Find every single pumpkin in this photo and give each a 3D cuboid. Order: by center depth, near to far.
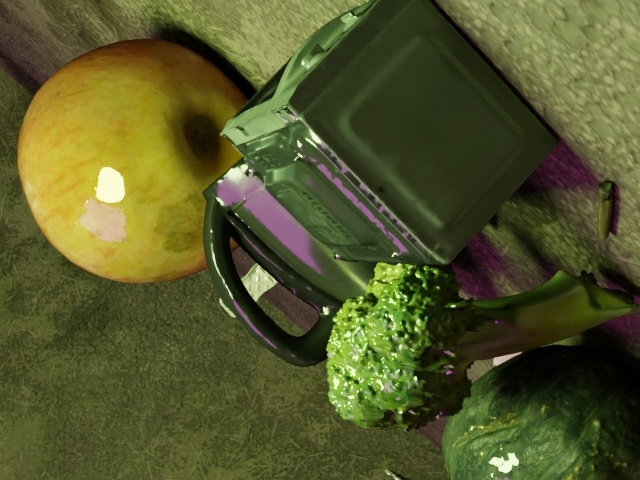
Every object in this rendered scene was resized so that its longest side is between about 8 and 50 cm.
[{"bbox_3d":[0.301,0.273,1.411,0.291,0.257,0.328,46,176,-1],"label":"pumpkin"}]

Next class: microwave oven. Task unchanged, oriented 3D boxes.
[{"bbox_3d":[0.046,-0.094,1.117,0.237,0.181,0.295,46,168,-11],"label":"microwave oven"}]

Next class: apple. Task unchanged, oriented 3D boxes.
[{"bbox_3d":[-0.247,-0.114,1.647,0.364,0.364,0.364,41,169,10],"label":"apple"}]

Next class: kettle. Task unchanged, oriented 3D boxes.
[{"bbox_3d":[0.013,-0.011,1.347,0.207,0.251,0.271,-36,99,34],"label":"kettle"}]

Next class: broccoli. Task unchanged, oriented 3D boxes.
[{"bbox_3d":[0.126,0.076,1.196,0.254,0.302,0.186,7,-131,-45],"label":"broccoli"}]

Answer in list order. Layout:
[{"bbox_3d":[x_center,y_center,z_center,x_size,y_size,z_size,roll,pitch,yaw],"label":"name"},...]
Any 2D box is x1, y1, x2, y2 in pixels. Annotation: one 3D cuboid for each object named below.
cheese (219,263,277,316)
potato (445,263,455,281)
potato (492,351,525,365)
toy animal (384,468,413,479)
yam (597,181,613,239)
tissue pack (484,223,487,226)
[{"bbox_3d":[-0.045,0.014,1.667,0.127,0.255,0.050,51,169,-13],"label":"cheese"},{"bbox_3d":[0.075,0.022,1.532,0.228,0.148,0.197,21,124,37],"label":"potato"},{"bbox_3d":[0.297,0.170,1.640,0.093,0.036,0.037,15,119,30],"label":"potato"},{"bbox_3d":[0.215,0.450,1.454,0.302,0.225,0.284,15,176,43],"label":"toy animal"},{"bbox_3d":[0.262,-0.027,1.051,0.014,0.014,0.107,37,168,26],"label":"yam"},{"bbox_3d":[0.152,-0.045,1.313,0.083,0.035,0.063,38,168,21],"label":"tissue pack"}]
